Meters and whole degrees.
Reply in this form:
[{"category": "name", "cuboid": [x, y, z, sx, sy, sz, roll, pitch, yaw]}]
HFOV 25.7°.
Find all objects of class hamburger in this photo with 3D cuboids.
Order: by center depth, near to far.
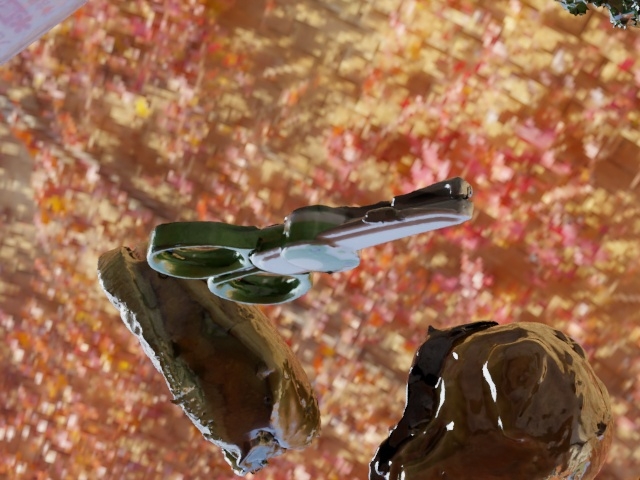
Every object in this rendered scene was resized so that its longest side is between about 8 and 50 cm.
[{"category": "hamburger", "cuboid": [-0.109, 0.113, 1.477, 0.134, 0.285, 0.265, -32, -121, -6]}]

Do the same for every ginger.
[{"category": "ginger", "cuboid": [0.208, 0.221, 1.574, 0.223, 0.269, 0.200, 15, 175, 43]}]

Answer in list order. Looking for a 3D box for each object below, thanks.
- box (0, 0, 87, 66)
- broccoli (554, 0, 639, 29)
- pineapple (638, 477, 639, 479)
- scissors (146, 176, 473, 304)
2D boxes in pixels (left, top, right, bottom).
[{"category": "box", "cuboid": [-0.335, -0.131, 0.896, 0.369, 0.190, 0.112, -36, -119, 1]}, {"category": "broccoli", "cuboid": [0.327, -0.246, 1.121, 0.294, 0.245, 0.265, 11, -106, -5]}, {"category": "pineapple", "cuboid": [0.353, 0.334, 1.342, 0.161, 0.158, 0.335, -15, -126, -7]}, {"category": "scissors", "cuboid": [0.000, 0.000, 0.757, 0.101, 0.204, 0.027, 23, -117, -43]}]
